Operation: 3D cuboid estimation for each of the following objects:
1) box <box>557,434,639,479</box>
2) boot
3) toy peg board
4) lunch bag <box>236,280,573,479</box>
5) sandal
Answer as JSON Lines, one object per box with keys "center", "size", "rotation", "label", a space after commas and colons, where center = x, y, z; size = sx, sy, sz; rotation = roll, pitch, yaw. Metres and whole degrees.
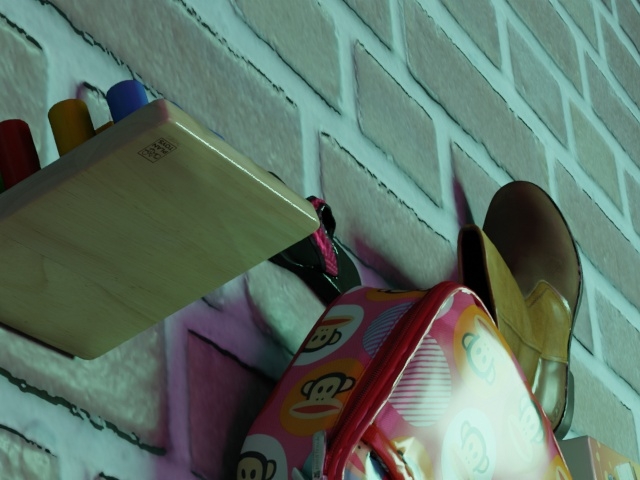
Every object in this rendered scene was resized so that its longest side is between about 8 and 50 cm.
{"center": [0.242, 0.264, 1.614], "size": [0.170, 0.091, 0.130], "rotation": [31, 48, -58], "label": "box"}
{"center": [0.153, 0.038, 1.546], "size": [0.280, 0.096, 0.264], "rotation": [39, 54, -63], "label": "boot"}
{"center": [-0.113, -0.025, 0.928], "size": [0.161, 0.160, 0.079], "rotation": [34, 30, -57], "label": "toy peg board"}
{"center": [0.062, 0.199, 1.192], "size": [0.258, 0.120, 0.293], "rotation": [-54, 127, -39], "label": "lunch bag"}
{"center": [0.000, 0.000, 1.298], "size": [0.179, 0.040, 0.067], "rotation": [44, 37, -50], "label": "sandal"}
